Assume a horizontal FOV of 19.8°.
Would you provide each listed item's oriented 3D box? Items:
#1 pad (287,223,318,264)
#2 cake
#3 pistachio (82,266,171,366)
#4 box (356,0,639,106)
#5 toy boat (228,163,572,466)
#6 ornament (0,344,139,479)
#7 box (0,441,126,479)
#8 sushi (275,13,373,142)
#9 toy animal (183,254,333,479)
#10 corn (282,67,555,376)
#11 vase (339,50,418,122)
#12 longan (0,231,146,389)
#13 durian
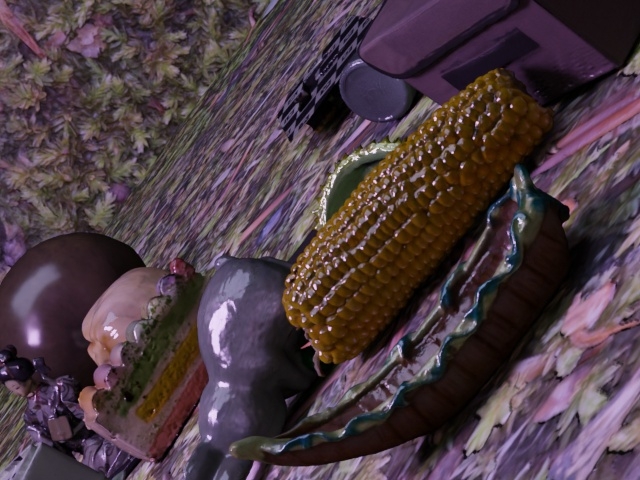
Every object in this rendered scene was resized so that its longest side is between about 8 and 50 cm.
[{"bbox_3d":[0.000,0.000,2.015,0.211,0.003,0.143,-52,12,7],"label":"pad"},{"bbox_3d":[-0.179,0.137,2.058,0.225,0.109,0.090,-59,13,-23],"label":"cake"},{"bbox_3d":[-0.225,0.107,2.336,0.145,0.117,0.200,-10,17,13],"label":"pistachio"},{"bbox_3d":[0.178,-0.220,1.595,0.188,0.153,0.252,-60,14,-24],"label":"box"},{"bbox_3d":[0.070,0.078,1.304,0.293,0.099,0.108,-45,12,3],"label":"toy boat"},{"bbox_3d":[-0.305,0.200,2.159,0.166,0.196,0.153,-51,11,17],"label":"ornament"},{"bbox_3d":[-0.294,0.343,1.766,0.290,0.166,0.220,-42,16,45],"label":"box"},{"bbox_3d":[0.019,-0.208,2.443,0.192,0.043,0.279,-53,12,3],"label":"sushi"},{"bbox_3d":[-0.069,0.130,1.663,0.236,0.138,0.108,-68,-18,-5],"label":"toy animal"},{"bbox_3d":[0.069,-0.017,1.556,0.310,0.101,0.101,-51,12,14],"label":"corn"},{"bbox_3d":[0.095,-0.227,2.122,0.086,0.086,0.214,-43,11,41],"label":"vase"},{"bbox_3d":[-0.343,0.103,2.532,0.248,0.248,0.248,-50,12,15],"label":"longan"},{"bbox_3d":[0.049,-0.032,1.754,0.215,0.086,0.100,-45,28,27],"label":"durian"}]
